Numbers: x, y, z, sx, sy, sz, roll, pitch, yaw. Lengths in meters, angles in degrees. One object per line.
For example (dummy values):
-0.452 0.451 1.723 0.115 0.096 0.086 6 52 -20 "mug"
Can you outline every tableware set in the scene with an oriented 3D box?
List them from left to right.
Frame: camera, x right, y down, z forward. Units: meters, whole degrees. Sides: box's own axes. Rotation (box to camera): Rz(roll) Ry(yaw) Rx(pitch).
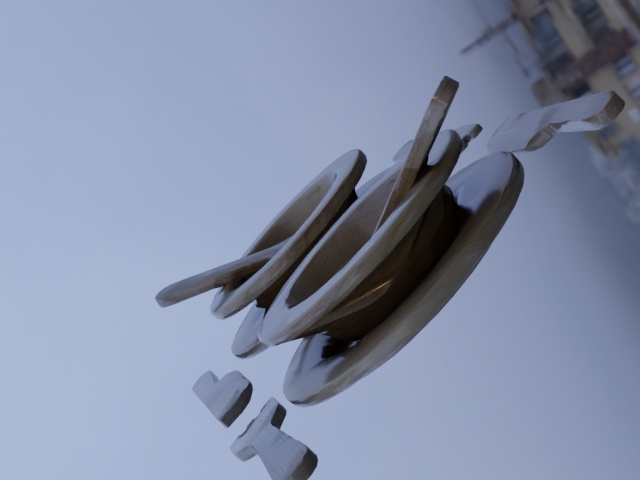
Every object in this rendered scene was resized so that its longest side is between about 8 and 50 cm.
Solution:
0.000 0.000 0.410 0.039 0.128 0.194 42 172 -10 "tableware set"
